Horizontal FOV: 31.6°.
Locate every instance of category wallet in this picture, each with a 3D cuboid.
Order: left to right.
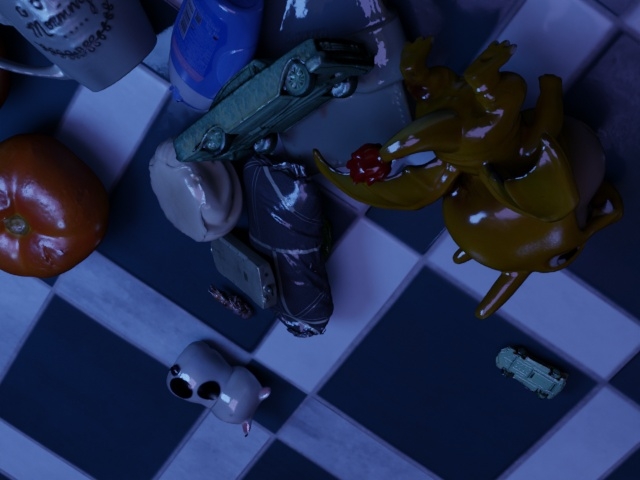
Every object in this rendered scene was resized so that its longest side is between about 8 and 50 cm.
[{"bbox_3d":[0.015,-0.273,1.706,0.252,0.083,0.360,-7,118,26],"label":"wallet"}]

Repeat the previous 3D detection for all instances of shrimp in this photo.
[{"bbox_3d":[-0.159,0.107,1.994,0.092,0.038,0.029,30,80,-1],"label":"shrimp"}]

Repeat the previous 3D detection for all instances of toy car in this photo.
[{"bbox_3d":[-0.077,-0.206,1.663,0.320,0.141,0.097,-31,75,37],"label":"toy car"},{"bbox_3d":[0.354,0.220,1.910,0.122,0.035,0.059,32,123,7],"label":"toy car"}]

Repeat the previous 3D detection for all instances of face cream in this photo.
[{"bbox_3d":[-0.165,-0.293,1.707,0.149,0.083,0.264,55,145,14],"label":"face cream"}]

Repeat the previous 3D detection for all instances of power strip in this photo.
[{"bbox_3d":[-0.125,0.045,1.870,0.029,0.227,0.080,-18,118,-23],"label":"power strip"}]

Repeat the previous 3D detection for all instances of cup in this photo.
[{"bbox_3d":[-0.400,-0.332,1.719,0.258,0.186,0.234,-34,113,9],"label":"cup"}]

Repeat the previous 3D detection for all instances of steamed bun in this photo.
[{"bbox_3d":[-0.196,-0.089,1.838,0.183,0.106,0.183,41,148,32],"label":"steamed bun"}]

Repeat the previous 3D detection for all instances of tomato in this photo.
[{"bbox_3d":[-0.479,-0.057,1.910,0.260,0.180,0.260,8,123,12],"label":"tomato"}]

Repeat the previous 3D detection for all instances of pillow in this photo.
[{"bbox_3d":[-0.052,0.010,1.849,0.161,0.092,0.335,28,134,39],"label":"pillow"}]

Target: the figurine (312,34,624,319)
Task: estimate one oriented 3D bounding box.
[{"bbox_3d":[0.226,-0.100,1.624,0.401,0.268,0.387,-6,138,35],"label":"figurine"}]

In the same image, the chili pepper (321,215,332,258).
[{"bbox_3d":[0.001,0.000,1.892,0.034,0.030,0.091,26,123,25],"label":"chili pepper"}]

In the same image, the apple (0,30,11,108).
[{"bbox_3d":[-0.616,-0.272,1.809,0.230,0.230,0.230,7,120,12],"label":"apple"}]

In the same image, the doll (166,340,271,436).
[{"bbox_3d":[-0.189,0.261,2.051,0.180,0.107,0.110,29,101,-8],"label":"doll"}]
